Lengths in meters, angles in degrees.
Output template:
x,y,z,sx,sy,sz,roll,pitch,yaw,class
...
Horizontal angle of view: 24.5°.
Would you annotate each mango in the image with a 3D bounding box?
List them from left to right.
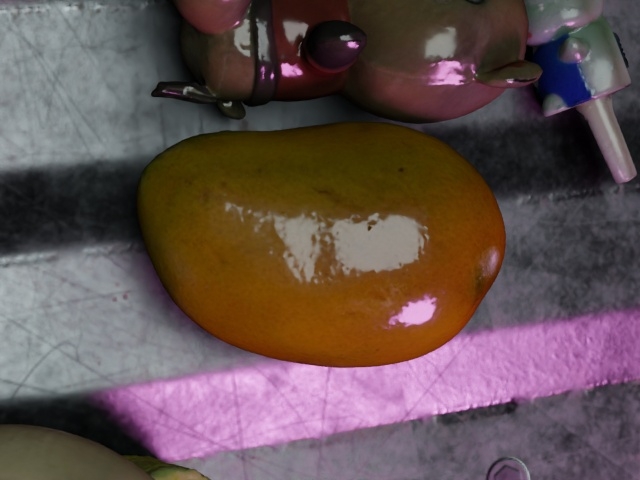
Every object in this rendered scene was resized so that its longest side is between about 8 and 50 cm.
x,y,z,sx,sy,sz,roll,pitch,yaw,class
0.000,0.000,1.242,0.317,0.173,0.211,6,90,-13,mango

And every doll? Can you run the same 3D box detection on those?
x,y,z,sx,sy,sz,roll,pitch,yaw,class
0.019,-0.179,1.264,0.329,0.235,0.174,2,114,-13,doll

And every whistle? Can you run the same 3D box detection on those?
x,y,z,sx,sy,sz,roll,pitch,yaw,class
0.242,-0.168,1.394,0.092,0.110,0.244,-20,93,10,whistle

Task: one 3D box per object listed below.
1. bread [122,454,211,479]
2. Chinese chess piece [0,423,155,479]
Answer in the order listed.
x,y,z,sx,sy,sz,roll,pitch,yaw,class
-0.134,0.236,1.196,0.111,0.114,0.129,-31,100,-28,bread
-0.232,0.303,1.071,0.338,0.140,0.338,1,99,4,Chinese chess piece
